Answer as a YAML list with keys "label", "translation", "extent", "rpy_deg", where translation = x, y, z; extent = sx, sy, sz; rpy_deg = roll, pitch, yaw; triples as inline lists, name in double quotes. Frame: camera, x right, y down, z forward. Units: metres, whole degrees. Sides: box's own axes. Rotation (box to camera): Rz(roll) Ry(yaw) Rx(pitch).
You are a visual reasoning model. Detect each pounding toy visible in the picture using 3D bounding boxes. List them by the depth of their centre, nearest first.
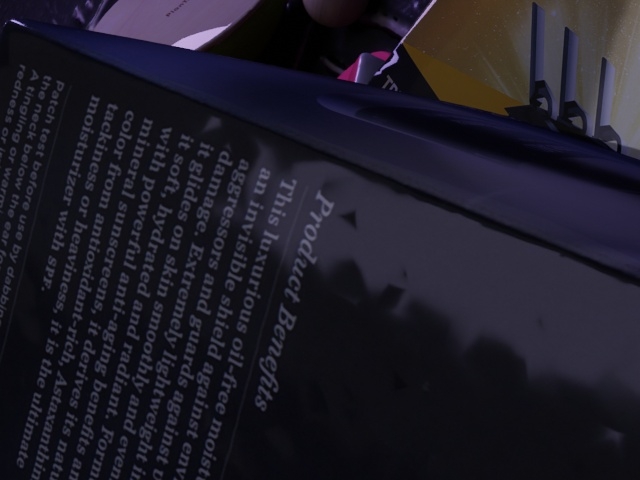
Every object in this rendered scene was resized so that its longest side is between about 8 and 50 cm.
- label: "pounding toy"
  translation: [-0.063, -0.161, 1.220]
  extent: [0.237, 0.110, 0.183]
  rpy_deg: [-25, 34, 10]

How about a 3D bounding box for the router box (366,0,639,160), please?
- label: "router box"
  translation: [0.176, -0.043, 0.711]
  extent: [0.243, 0.081, 0.309]
  rpy_deg: [-52, 54, 25]

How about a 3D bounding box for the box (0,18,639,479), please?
- label: "box"
  translation: [0.068, 0.055, 0.541]
  extent: [0.294, 0.296, 0.183]
  rpy_deg: [25, 103, 36]

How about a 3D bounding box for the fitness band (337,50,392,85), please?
- label: "fitness band"
  translation: [0.000, 0.000, 0.986]
  extent: [0.209, 0.054, 0.291]
  rpy_deg: [125, 163, -51]
